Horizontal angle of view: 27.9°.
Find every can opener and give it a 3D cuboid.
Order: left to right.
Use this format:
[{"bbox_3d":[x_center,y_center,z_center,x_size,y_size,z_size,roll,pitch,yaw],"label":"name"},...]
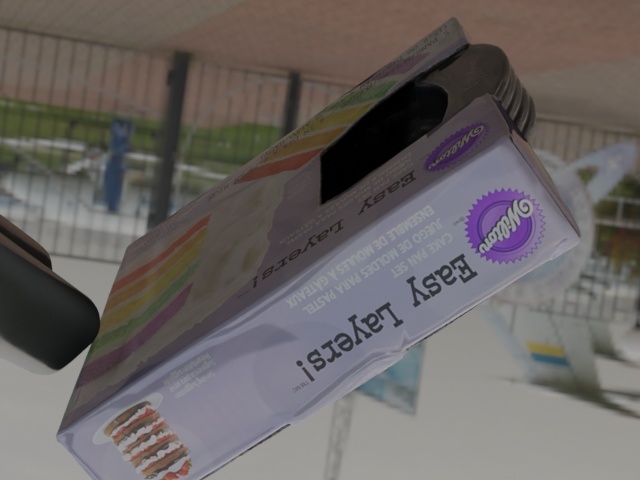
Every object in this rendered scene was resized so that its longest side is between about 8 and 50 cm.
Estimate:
[{"bbox_3d":[-0.165,0.008,0.490,0.074,0.093,0.280,47,180,15],"label":"can opener"}]

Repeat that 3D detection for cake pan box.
[{"bbox_3d":[0.000,0.000,0.680,0.267,0.070,0.246,-33,-160,14],"label":"cake pan box"}]
